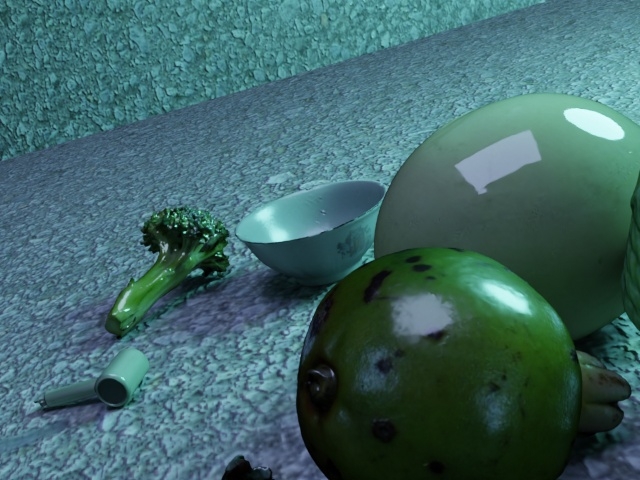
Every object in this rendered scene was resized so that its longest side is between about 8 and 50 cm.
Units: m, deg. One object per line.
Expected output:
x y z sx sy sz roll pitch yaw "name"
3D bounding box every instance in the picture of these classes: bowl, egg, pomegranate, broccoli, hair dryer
0.000 0.000 1.107 0.189 0.086 0.189 -16 18 5 "bowl"
0.175 -0.014 0.806 0.269 0.219 0.219 -16 18 -17 "egg"
0.100 0.101 0.638 0.247 0.202 0.202 9 7 -28 "pomegranate"
-0.195 0.038 1.149 0.122 0.118 0.204 17 46 21 "broccoli"
-0.241 0.152 0.963 0.124 0.038 0.063 -18 16 16 "hair dryer"

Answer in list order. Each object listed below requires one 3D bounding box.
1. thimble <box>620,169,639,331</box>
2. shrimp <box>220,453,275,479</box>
0.320 0.014 0.633 0.219 0.150 0.219 -4 40 4 "thimble"
-0.048 0.214 0.614 0.082 0.076 0.174 24 11 -10 "shrimp"
